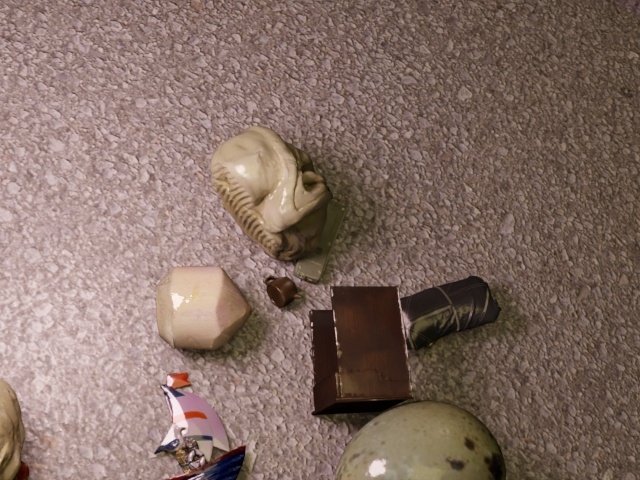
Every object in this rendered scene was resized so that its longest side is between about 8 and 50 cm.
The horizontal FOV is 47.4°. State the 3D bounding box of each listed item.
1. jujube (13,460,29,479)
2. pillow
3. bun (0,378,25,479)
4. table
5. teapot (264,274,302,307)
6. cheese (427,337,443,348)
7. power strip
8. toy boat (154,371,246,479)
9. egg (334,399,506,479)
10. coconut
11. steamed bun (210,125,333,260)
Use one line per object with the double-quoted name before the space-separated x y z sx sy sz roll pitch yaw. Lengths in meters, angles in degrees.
"jujube" -0.700 0.555 1.631 0.077 0.077 0.129 11 78 -10
"pillow" 0.329 0.198 1.999 0.335 0.093 0.161 -15 52 -13
"bun" -0.781 0.460 1.535 0.234 0.326 0.362 40 50 -45
"table" 0.088 0.280 1.837 0.196 0.250 0.282 0 70 -14
"teapot" -0.101 0.128 1.948 0.068 0.076 0.121 -31 50 -33
"cheese" 0.318 0.262 2.022 0.083 0.030 0.044 -36 60 -19
"power strip" 0.000 0.000 2.031 0.078 0.052 0.272 23 65 -5
"toy boat" -0.291 0.480 1.776 0.219 0.072 0.318 4 59 -10
"egg" 0.230 0.556 1.707 0.428 0.345 0.345 -10 72 -28
"coconut" -0.291 0.168 1.812 0.234 0.224 0.224 -6 71 -15
"steamed bun" -0.110 -0.136 1.890 0.247 0.339 0.352 -38 80 -17
